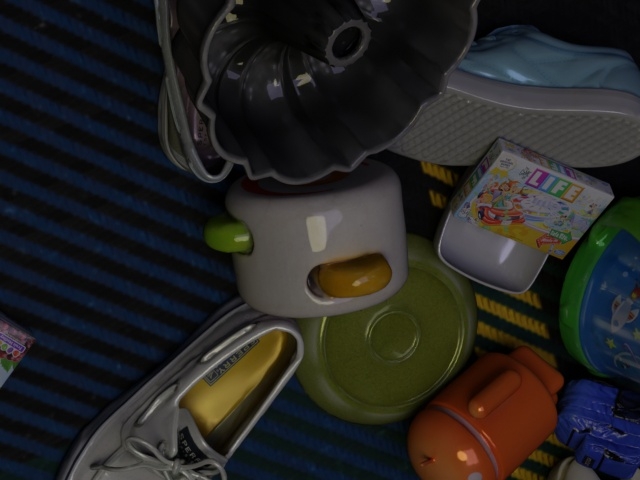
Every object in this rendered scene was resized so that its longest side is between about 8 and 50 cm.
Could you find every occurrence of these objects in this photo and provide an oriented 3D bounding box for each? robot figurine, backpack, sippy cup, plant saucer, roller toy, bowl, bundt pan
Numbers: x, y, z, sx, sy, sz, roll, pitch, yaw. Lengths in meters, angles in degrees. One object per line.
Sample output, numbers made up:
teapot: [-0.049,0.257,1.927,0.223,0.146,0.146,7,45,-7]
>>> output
robot figurine: [0.190,0.219,1.706,0.219,0.158,0.128,-38,103,-27]
backpack: [0.340,0.223,1.750,0.120,0.098,0.101,21,57,9]
sippy cup: [0.436,0.089,1.687,0.305,0.224,0.240,10,105,-40]
plant saucer: [0.081,0.109,1.706,0.240,0.037,0.241,-4,105,-17]
roller toy: [0.000,0.000,1.565,0.209,0.191,0.146,2,110,27]
bowl: [0.203,-0.020,1.704,0.142,0.053,0.142,24,93,-23]
bundt pan: [-0.004,-0.223,1.426,0.330,0.124,0.331,-23,138,-22]

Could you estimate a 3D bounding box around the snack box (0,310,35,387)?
snack box: [-0.391,0.105,1.546,0.141,0.037,0.100,35,92,-23]

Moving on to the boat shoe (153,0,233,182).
boat shoe: [-0.118,-0.223,1.519,0.118,0.103,0.321,0,104,-18]

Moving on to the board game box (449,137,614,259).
board game box: [0.238,-0.046,1.642,0.154,0.026,0.103,20,125,-22]

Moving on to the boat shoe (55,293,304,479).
boat shoe: [-0.148,0.222,1.592,0.367,0.156,0.136,-44,112,-4]

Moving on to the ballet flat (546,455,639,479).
ballet flat: [0.395,0.325,1.822,0.482,0.164,0.182,-20,87,-18]

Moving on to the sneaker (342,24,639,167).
sneaker: [0.188,-0.175,1.643,0.365,0.150,0.135,8,142,-6]
